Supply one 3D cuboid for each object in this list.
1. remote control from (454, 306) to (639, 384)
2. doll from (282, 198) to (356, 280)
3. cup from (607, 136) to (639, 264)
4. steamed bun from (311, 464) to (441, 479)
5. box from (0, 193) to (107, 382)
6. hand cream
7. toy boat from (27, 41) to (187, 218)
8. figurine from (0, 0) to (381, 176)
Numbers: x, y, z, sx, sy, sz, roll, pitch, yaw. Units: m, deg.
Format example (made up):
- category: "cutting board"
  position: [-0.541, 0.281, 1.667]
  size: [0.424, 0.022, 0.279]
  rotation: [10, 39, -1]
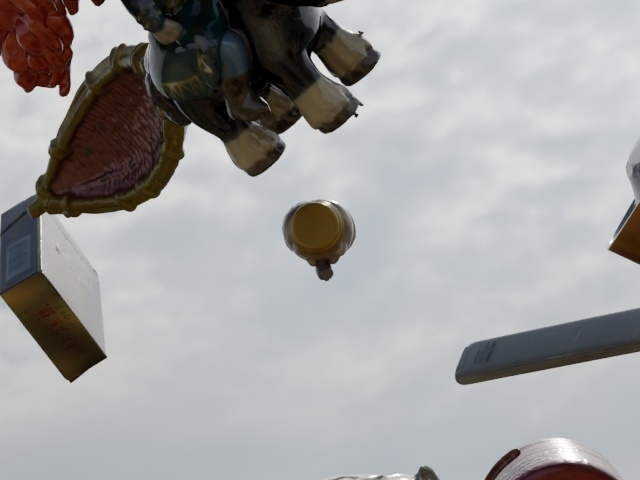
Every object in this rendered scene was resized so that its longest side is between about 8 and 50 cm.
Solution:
- category: "remote control"
  position: [0.271, 0.125, 1.928]
  size: [0.261, 0.029, 0.067]
  rotation: [-15, 31, 37]
- category: "doll"
  position: [0.000, 0.000, 1.666]
  size: [0.073, 0.084, 0.127]
  rotation: [-11, -5, 3]
- category: "cup"
  position: [0.411, -0.031, 1.536]
  size: [0.182, 0.264, 0.226]
  rotation: [-51, -10, -49]
- category: "steamed bun"
  position: [0.022, 0.339, 1.026]
  size: [0.374, 0.374, 0.241]
  rotation: [0, -27, -44]
- category: "box"
  position: [-0.346, 0.058, 2.158]
  size: [0.071, 0.159, 0.240]
  rotation: [-32, 26, 6]
- category: "hand cream"
  position: [0.286, 0.339, 1.996]
  size: [0.193, 0.193, 0.125]
  rotation: [-15, 7, -1]
- category: "toy boat"
  position: [-0.196, -0.107, 1.647]
  size: [0.099, 0.141, 0.318]
  rotation: [-33, -5, -38]
- category: "figurine"
  position: [-0.134, -0.229, 1.355]
  size: [0.412, 0.241, 0.306]
  rotation: [28, -30, 4]
